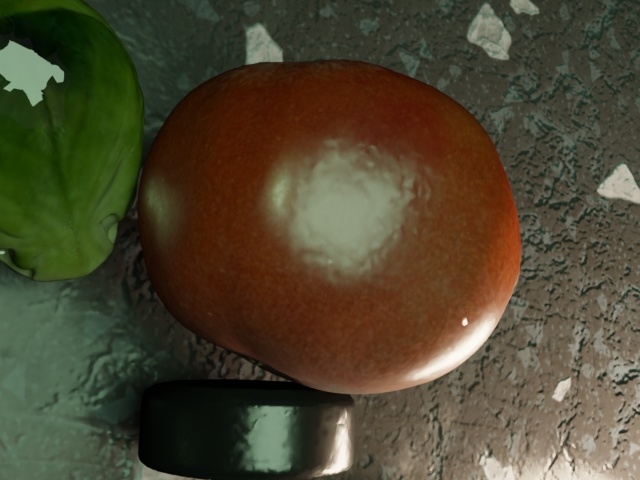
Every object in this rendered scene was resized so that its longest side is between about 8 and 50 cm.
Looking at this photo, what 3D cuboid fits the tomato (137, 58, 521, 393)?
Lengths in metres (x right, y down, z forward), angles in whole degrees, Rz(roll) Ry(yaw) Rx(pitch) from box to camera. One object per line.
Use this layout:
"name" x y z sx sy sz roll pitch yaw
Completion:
"tomato" 0.000 0.000 0.710 0.341 0.341 0.272 23 68 -27

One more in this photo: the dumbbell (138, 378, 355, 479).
"dumbbell" -0.072 0.294 0.716 0.204 0.204 0.322 7 81 -30

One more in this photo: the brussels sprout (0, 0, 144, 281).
"brussels sprout" -0.259 -0.100 0.651 0.219 0.210 0.271 -29 115 -24
